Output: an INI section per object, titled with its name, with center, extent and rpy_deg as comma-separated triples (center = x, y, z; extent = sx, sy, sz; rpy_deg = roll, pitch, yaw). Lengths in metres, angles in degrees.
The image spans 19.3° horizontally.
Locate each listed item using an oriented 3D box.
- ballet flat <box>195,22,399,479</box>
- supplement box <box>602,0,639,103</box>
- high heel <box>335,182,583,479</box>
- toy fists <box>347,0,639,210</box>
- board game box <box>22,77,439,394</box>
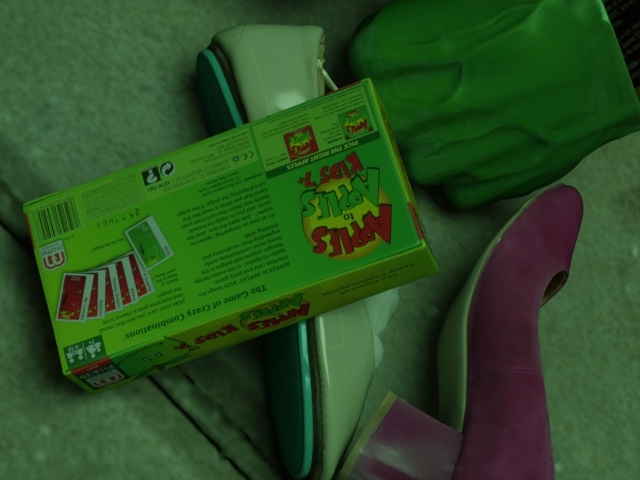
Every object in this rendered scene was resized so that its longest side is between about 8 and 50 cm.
[ballet flat]
center = 0.000, 0.000, 0.969
extent = 0.086, 0.086, 0.248
rpy_deg = -5, 74, -29
[supplement box]
center = 0.191, -0.205, 1.090
extent = 0.194, 0.191, 0.129
rpy_deg = 43, 58, -6
[high heel]
center = 0.113, 0.070, 0.982
extent = 0.117, 0.082, 0.244
rpy_deg = 31, 47, 8
[toy fists]
center = 0.065, -0.151, 1.014
extent = 0.142, 0.096, 0.279
rpy_deg = -21, 111, 6
[board game box]
center = -0.044, -0.001, 0.907
extent = 0.181, 0.043, 0.092
rpy_deg = -20, 69, 6
